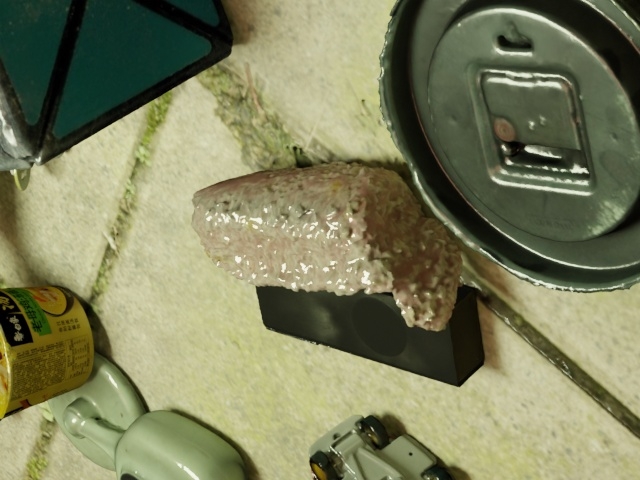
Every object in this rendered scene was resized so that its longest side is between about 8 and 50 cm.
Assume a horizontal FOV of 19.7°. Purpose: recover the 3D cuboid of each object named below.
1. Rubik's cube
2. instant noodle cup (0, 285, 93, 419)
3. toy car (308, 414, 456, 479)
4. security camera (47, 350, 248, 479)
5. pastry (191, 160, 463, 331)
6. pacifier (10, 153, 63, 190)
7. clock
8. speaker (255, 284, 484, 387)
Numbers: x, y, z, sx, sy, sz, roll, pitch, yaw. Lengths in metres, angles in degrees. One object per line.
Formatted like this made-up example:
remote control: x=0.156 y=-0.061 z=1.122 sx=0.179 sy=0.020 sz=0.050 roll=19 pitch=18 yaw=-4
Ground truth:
Rubik's cube: x=-0.267 y=-0.214 z=1.526 sx=0.255 sy=0.259 sz=0.260 roll=-3 pitch=117 yaw=45
instant noodle cup: x=-0.316 y=0.110 z=1.904 sx=0.151 sy=0.122 sz=0.151 roll=17 pitch=113 yaw=44
toy car: x=0.052 y=0.237 z=1.682 sx=0.139 sy=0.112 sz=0.112 roll=47 pitch=158 yaw=22
security camera: x=-0.201 y=0.221 z=1.935 sx=0.301 sy=0.080 sz=0.157 roll=30 pitch=136 yaw=30
pastry: x=-0.001 y=-0.010 z=1.535 sx=0.265 sy=0.103 sz=0.112 roll=14 pitch=134 yaw=35
pacifier: x=-0.280 y=-0.091 z=1.803 sx=0.064 sy=0.068 sz=0.083 roll=0 pitch=102 yaw=8
clock: x=0.166 y=-0.093 z=1.344 sx=0.281 sy=0.055 sz=0.280 roll=26 pitch=134 yaw=30
speaker: x=0.038 y=0.060 z=1.595 sx=0.218 sy=0.044 sz=0.082 roll=16 pitch=129 yaw=37
